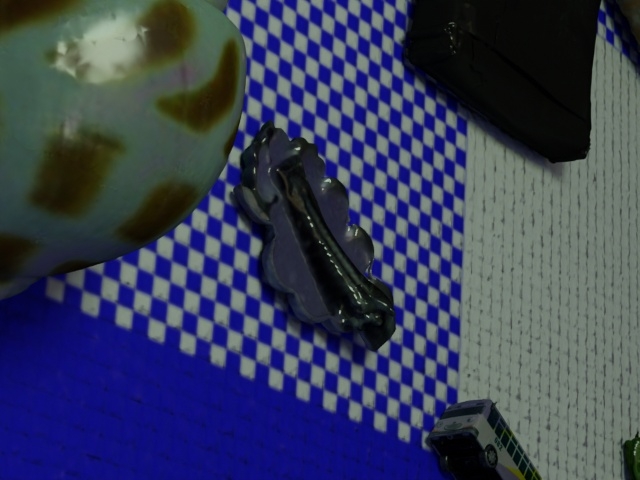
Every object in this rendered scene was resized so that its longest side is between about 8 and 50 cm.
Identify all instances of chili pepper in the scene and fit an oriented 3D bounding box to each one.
[{"bbox_3d":[0.307,0.225,1.670,0.034,0.030,0.091,-31,107,-77],"label":"chili pepper"}]

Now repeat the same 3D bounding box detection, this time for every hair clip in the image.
[{"bbox_3d":[0.002,-0.001,1.345,0.195,0.052,0.124,60,35,-12],"label":"hair clip"}]

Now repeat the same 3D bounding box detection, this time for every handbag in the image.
[{"bbox_3d":[0.180,-0.210,1.608,0.247,0.080,0.223,29,58,-43],"label":"handbag"}]

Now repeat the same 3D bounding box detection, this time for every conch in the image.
[{"bbox_3d":[-0.162,-0.112,1.063,0.249,0.197,0.368,31,47,-17],"label":"conch"}]

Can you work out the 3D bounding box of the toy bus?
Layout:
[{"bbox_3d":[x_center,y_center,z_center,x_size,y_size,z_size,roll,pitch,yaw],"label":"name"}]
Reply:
[{"bbox_3d":[0.136,0.178,1.452,0.102,0.052,0.058,57,41,-25],"label":"toy bus"}]

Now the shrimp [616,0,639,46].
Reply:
[{"bbox_3d":[0.337,-0.377,1.846,0.221,0.110,0.445,-34,109,-57],"label":"shrimp"}]
